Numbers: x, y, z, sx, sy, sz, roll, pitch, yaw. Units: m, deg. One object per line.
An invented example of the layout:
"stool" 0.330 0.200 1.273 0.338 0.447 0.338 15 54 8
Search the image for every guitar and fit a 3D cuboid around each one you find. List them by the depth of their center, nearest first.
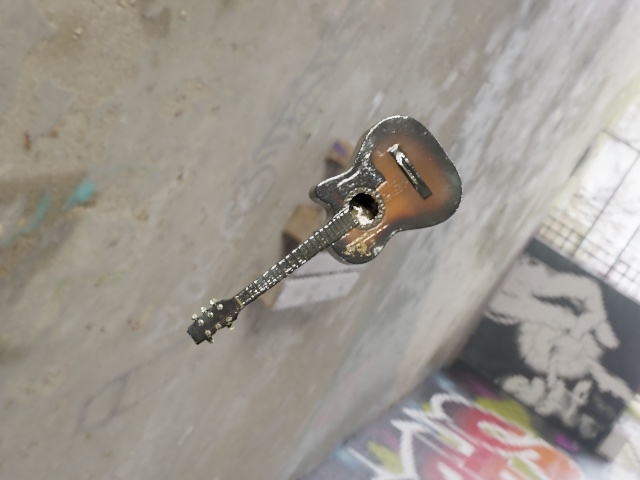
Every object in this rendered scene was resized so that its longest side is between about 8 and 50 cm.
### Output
"guitar" 0.000 0.000 0.793 0.233 0.088 0.025 -37 -175 -12
